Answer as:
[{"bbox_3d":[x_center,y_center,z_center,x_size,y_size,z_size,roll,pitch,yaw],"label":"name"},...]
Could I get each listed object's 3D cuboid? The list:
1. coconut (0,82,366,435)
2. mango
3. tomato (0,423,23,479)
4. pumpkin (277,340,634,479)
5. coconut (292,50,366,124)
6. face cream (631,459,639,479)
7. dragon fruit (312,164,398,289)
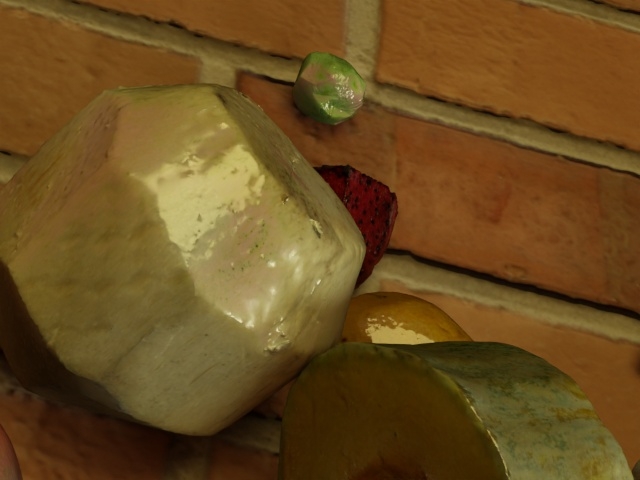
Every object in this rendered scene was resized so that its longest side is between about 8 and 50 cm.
[{"bbox_3d":[-0.144,0.029,1.793,0.352,0.353,0.353,11,46,-12],"label":"coconut"},{"bbox_3d":[0.105,0.131,1.931,0.227,0.109,0.147,27,41,1],"label":"mango"},{"bbox_3d":[-0.353,0.224,1.566,0.224,0.256,0.256,1,47,0],"label":"tomato"},{"bbox_3d":[0.128,0.232,1.716,0.199,0.332,0.332,-13,55,-39],"label":"pumpkin"},{"bbox_3d":[0.011,-0.170,2.199,0.082,0.083,0.081,-13,40,21],"label":"coconut"},{"bbox_3d":[0.457,0.270,1.968,0.291,0.071,0.144,-1,56,-24],"label":"face cream"},{"bbox_3d":[-0.002,0.000,2.044,0.127,0.120,0.161,35,58,-49],"label":"dragon fruit"}]
